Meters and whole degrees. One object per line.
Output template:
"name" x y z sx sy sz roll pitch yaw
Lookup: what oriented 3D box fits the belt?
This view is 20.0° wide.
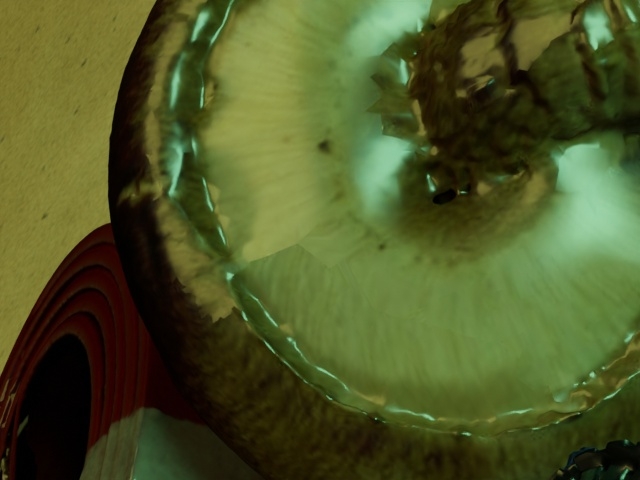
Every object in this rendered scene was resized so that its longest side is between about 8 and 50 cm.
"belt" -0.083 0.116 0.847 0.227 0.115 0.324 -67 20 8

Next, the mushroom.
"mushroom" 0.055 -0.029 0.712 0.278 0.163 0.297 -23 71 17

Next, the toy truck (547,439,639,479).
"toy truck" 0.169 0.082 0.548 0.208 0.113 0.126 -21 42 46
